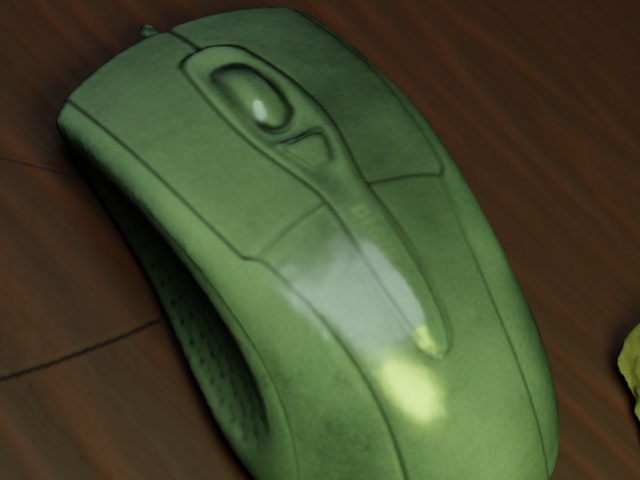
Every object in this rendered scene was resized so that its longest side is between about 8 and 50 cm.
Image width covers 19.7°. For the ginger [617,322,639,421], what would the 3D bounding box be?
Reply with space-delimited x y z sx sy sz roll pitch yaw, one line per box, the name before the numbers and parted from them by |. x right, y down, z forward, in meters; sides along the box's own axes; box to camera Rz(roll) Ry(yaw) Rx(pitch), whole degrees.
ginger | 0.267 0.104 1.043 0.122 0.115 0.193 -13 56 -44

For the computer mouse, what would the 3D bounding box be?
computer mouse | 0.000 0.000 1.012 0.188 0.122 0.371 -25 67 -26
